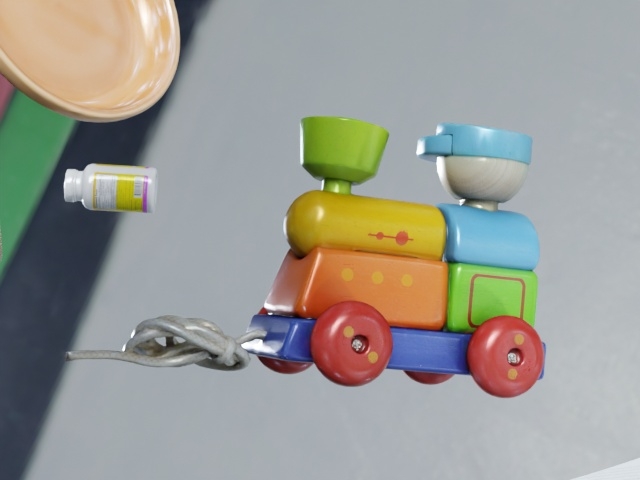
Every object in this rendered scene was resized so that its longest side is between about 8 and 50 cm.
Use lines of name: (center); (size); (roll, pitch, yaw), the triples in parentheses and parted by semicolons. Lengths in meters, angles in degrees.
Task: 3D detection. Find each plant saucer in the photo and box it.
plant saucer: (-0.191, -0.177, 1.050); (0.037, 0.200, 0.200); (-24, 16, 38)

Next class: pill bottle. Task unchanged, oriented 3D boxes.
pill bottle: (-0.194, -0.049, 1.318); (0.043, 0.083, 0.043); (-176, 90, -88)

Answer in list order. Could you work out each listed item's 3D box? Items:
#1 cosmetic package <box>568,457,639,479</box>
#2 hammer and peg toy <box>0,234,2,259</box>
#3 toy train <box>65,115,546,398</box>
cosmetic package: (0.225, 0.157, 0.684); (0.224, 0.224, 0.138); (109, 145, -78)
hammer and peg toy: (-0.424, -0.009, 1.278); (0.265, 0.127, 0.361); (-9, -40, -18)
toy train: (0.000, 0.000, 0.727); (0.105, 0.248, 0.143); (177, 99, -67)
